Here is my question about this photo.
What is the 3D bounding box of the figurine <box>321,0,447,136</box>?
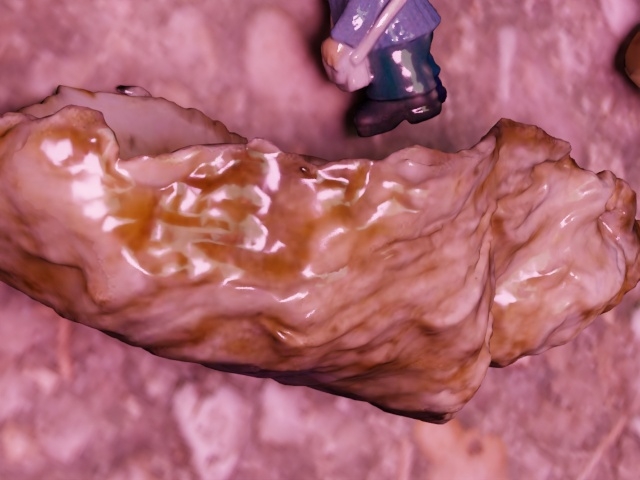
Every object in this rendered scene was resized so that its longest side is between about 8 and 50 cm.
[{"bbox_3d":[0.024,-0.114,0.696,0.136,0.079,0.077,63,19,-14],"label":"figurine"}]

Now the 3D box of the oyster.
[{"bbox_3d":[-0.003,0.004,0.649,0.341,0.166,0.110,15,82,-45],"label":"oyster"}]

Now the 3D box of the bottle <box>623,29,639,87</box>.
[{"bbox_3d":[0.243,-0.016,0.843,0.270,0.083,0.083,36,72,-28],"label":"bottle"}]
